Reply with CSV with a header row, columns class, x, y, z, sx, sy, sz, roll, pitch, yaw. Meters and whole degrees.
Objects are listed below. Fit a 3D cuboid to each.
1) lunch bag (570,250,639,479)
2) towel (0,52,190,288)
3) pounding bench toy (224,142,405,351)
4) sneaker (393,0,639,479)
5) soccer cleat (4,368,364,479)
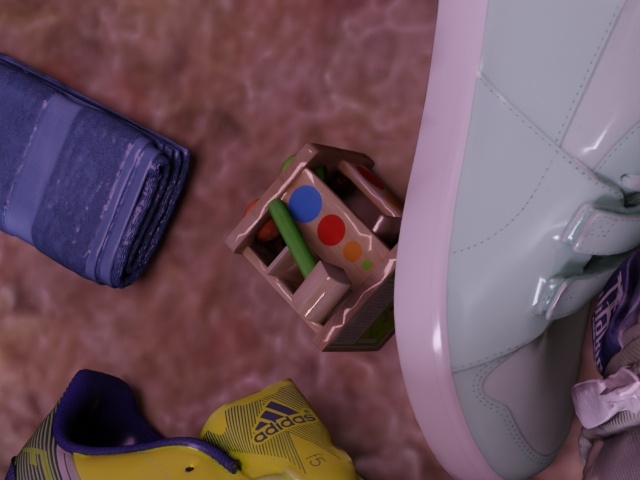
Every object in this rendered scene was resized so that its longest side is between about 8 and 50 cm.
class,x,y,z,sx,sy,sz,roll,pitch,yaw
lunch bag,0.188,0.142,0.482,0.213,0.256,0.305,-19,78,23
towel,-0.113,-0.031,0.764,0.119,0.029,0.067,27,98,24
pounding bench toy,0.000,0.000,0.677,0.065,0.083,0.052,47,106,20
sneaker,0.111,-0.014,0.587,0.151,0.094,0.256,15,119,23
soccer cleat,-0.010,0.109,0.644,0.289,0.093,0.121,9,78,41
